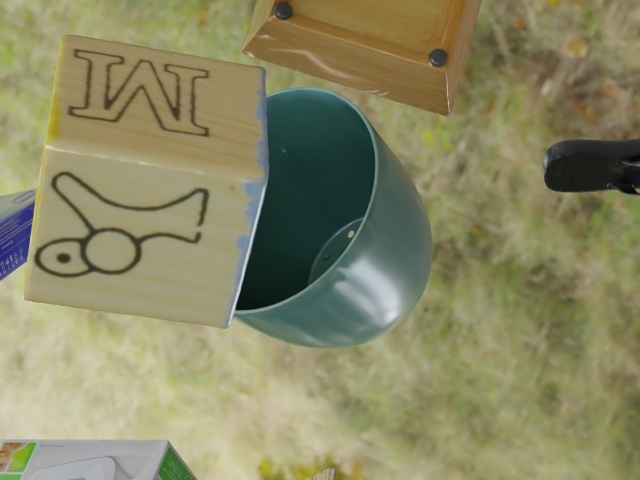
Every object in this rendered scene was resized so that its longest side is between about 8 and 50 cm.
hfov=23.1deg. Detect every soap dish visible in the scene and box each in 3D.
[{"bbox_3d":[0.065,-0.315,2.075,0.290,0.229,0.118,17,160,0],"label":"soap dish"}]

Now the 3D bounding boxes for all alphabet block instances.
[{"bbox_3d":[-0.163,-0.055,1.460,0.197,0.192,0.193,9,-145,-10],"label":"alphabet block"}]

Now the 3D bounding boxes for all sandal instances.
[{"bbox_3d":[0.396,-0.084,1.897,0.254,0.054,0.097,-7,140,-2],"label":"sandal"}]

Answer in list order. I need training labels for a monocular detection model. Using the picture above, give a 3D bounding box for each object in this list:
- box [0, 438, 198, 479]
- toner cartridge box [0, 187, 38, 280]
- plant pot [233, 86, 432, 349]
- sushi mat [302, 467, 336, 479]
[{"bbox_3d":[-0.304,0.371,1.910,0.262,0.231,0.127,-3,136,29],"label":"box"},{"bbox_3d":[-0.481,0.005,2.167,0.165,0.075,0.348,-10,-168,11],"label":"toner cartridge box"},{"bbox_3d":[0.000,0.000,1.893,0.293,0.293,0.235,23,169,41],"label":"plant pot"},{"bbox_3d":[-0.057,0.422,1.928,0.019,0.151,0.316,48,-149,-26],"label":"sushi mat"}]
